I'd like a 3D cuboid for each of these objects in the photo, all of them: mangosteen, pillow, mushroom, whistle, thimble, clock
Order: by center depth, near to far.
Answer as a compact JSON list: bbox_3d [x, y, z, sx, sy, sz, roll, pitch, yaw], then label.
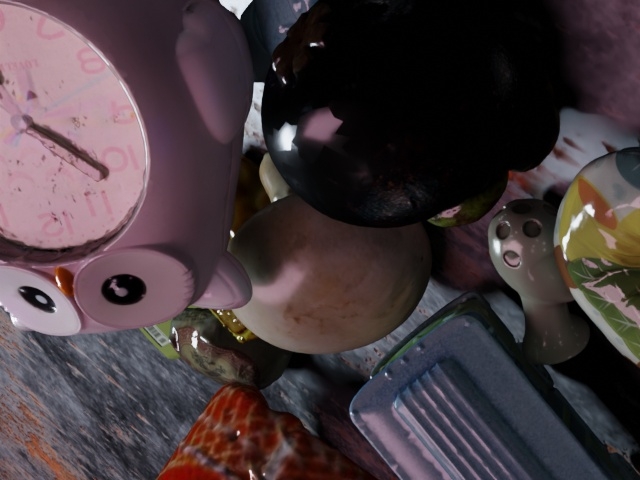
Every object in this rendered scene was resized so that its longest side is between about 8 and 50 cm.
[{"bbox_3d":[0.292,0.026,1.365,0.233,0.086,0.214,53,143,0],"label":"pillow"},{"bbox_3d":[0.067,-0.105,1.374,0.243,0.243,0.243,37,151,25],"label":"mangosteen"},{"bbox_3d":[-0.020,-0.200,1.531,0.274,0.093,0.186,-27,76,66],"label":"whistle"},{"bbox_3d":[-0.221,-0.104,1.579,0.368,0.250,0.377,-7,115,21],"label":"clock"},{"bbox_3d":[-0.001,0.018,1.693,0.209,0.206,0.206,52,166,55],"label":"mushroom"},{"bbox_3d":[-0.037,0.350,2.023,0.350,0.230,0.350,34,169,8],"label":"thimble"}]

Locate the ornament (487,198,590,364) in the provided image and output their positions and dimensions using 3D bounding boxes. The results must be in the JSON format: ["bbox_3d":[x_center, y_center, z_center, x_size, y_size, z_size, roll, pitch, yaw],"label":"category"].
[{"bbox_3d":[0.197,0.032,1.517,0.081,0.075,0.156,13,135,37],"label":"ornament"}]

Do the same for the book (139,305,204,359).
[{"bbox_3d":[-0.203,0.036,2.177,0.239,0.035,0.352,50,153,-6],"label":"book"}]

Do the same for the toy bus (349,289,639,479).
[{"bbox_3d":[0.184,0.212,1.596,0.312,0.152,0.190,50,-168,0],"label":"toy bus"}]

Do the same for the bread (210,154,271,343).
[{"bbox_3d":[-0.090,0.009,1.899,0.181,0.096,0.222,47,155,6],"label":"bread"}]

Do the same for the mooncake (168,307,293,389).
[{"bbox_3d":[-0.117,0.134,2.084,0.130,0.073,0.125,38,155,-25],"label":"mooncake"}]
